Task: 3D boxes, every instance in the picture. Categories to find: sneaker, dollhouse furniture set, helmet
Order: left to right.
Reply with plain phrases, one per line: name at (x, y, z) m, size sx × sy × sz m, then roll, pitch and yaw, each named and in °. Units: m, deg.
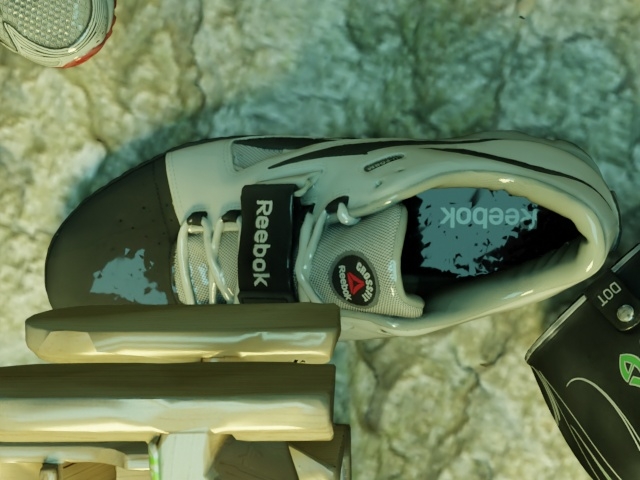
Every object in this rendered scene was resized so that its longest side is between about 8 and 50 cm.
sneaker at (-0.196, -0.191, 0.819) m, size 0.088 × 0.093 × 0.225 m, roll -34°, pitch 96°, yaw 6°
dollhouse furniture set at (-0.113, 0.210, 0.719) m, size 0.256 × 0.394 × 0.362 m, roll -1°, pitch 98°, yaw 2°
sneaker at (0.000, 0.000, 0.816) m, size 0.330 × 0.146 × 0.122 m, roll -10°, pitch 99°, yaw 4°
helmet at (0.209, 0.084, 0.819) m, size 0.169 × 0.169 × 0.161 m, roll -43°, pitch 77°, yaw 7°
